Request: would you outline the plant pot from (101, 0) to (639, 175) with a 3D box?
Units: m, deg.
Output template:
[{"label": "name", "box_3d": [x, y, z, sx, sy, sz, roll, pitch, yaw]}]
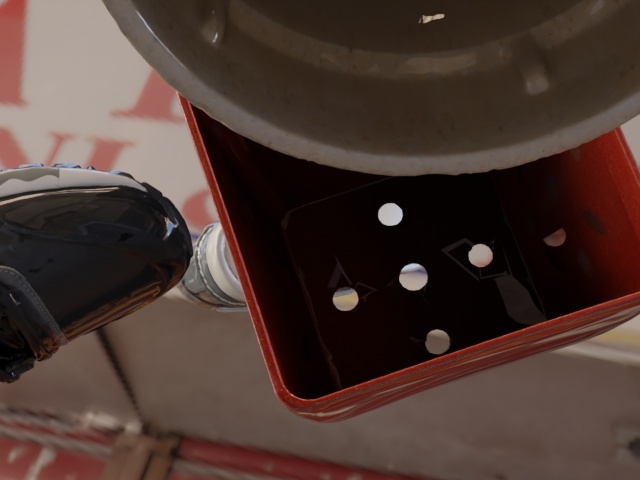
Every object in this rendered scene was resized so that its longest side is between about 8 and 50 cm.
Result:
[{"label": "plant pot", "box_3d": [0.043, -0.253, 0.781, 0.334, 0.305, 0.333, -3, -52, -4]}]

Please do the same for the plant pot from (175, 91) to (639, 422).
[{"label": "plant pot", "box_3d": [0.066, -0.010, 1.127, 0.267, 0.267, 0.235, -18, -20, -5]}]

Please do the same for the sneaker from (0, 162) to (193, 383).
[{"label": "sneaker", "box_3d": [-0.188, 0.062, 0.718, 0.283, 0.124, 0.107, -16, -38, 8]}]

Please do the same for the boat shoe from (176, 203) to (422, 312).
[{"label": "boat shoe", "box_3d": [0.000, 0.000, 1.503, 0.099, 0.319, 0.116, -27, -99, 47]}]
